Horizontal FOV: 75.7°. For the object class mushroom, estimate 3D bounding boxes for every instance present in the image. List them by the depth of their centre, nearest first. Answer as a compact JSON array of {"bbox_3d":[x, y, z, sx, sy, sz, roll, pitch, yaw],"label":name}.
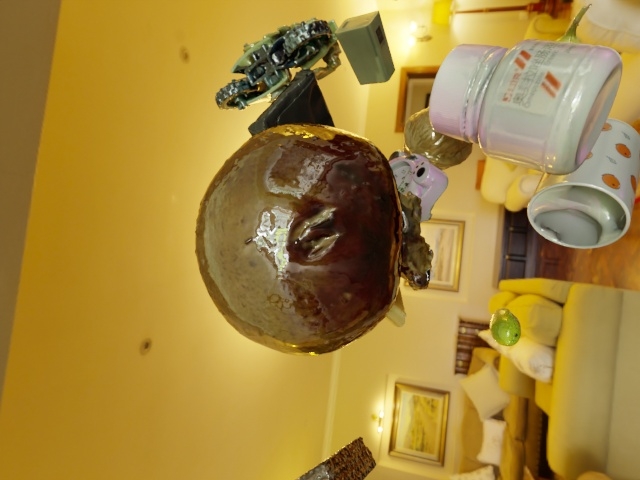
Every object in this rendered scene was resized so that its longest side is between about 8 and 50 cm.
[{"bbox_3d":[-0.005,-0.019,0.652,0.356,0.334,0.330,-45,-53,-68],"label":"mushroom"}]

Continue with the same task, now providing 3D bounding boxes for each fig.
[{"bbox_3d":[0.662,-0.502,1.110,0.257,0.159,0.159,84,-161,-54],"label":"fig"}]

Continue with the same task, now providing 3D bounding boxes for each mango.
[{"bbox_3d":[0.543,0.251,1.229,0.091,0.074,0.165,-55,3,18],"label":"mango"}]

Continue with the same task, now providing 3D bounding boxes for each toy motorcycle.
[{"bbox_3d":[-0.111,-0.479,1.151,0.237,0.410,0.168,-39,-74,-49],"label":"toy motorcycle"}]

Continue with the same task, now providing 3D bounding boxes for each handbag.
[{"bbox_3d":[-0.059,-0.270,1.043,0.223,0.080,0.247,-54,-35,-18],"label":"handbag"}]

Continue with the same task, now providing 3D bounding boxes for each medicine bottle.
[{"bbox_3d":[0.409,-0.285,0.854,0.241,0.302,0.241,-30,-46,-37],"label":"medicine bottle"}]

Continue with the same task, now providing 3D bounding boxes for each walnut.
[{"bbox_3d":[0.356,-0.313,1.267,0.228,0.228,0.227,6,-90,-74],"label":"walnut"}]

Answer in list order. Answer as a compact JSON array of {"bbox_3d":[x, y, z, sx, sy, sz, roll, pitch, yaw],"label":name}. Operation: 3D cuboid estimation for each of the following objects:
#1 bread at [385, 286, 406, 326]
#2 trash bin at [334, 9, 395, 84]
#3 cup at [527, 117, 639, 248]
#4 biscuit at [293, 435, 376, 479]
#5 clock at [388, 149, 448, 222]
[{"bbox_3d":[0.108,0.093,0.690,0.103,0.049,0.062,42,-127,-29],"label":"bread"},{"bbox_3d":[0.071,-0.287,0.622,0.043,0.061,0.092,-61,-42,-26],"label":"trash bin"},{"bbox_3d":[0.692,-0.164,1.060,0.317,0.212,0.212,-53,-30,-29],"label":"cup"},{"bbox_3d":[0.026,0.452,0.788,0.070,0.106,0.252,57,-169,24],"label":"biscuit"},{"bbox_3d":[0.212,-0.129,1.110,0.227,0.090,0.248,-54,28,17],"label":"clock"}]
